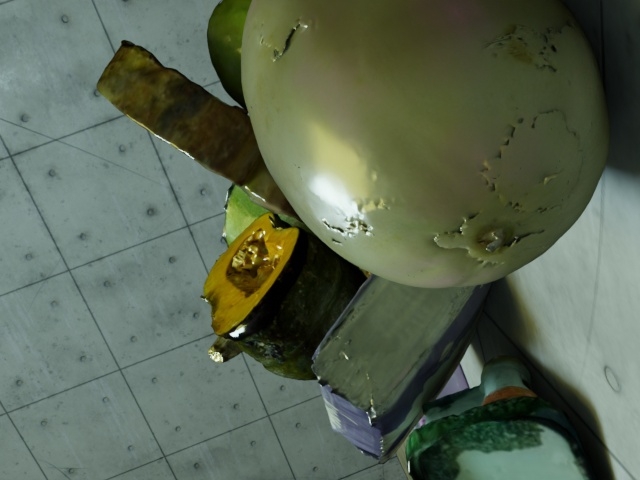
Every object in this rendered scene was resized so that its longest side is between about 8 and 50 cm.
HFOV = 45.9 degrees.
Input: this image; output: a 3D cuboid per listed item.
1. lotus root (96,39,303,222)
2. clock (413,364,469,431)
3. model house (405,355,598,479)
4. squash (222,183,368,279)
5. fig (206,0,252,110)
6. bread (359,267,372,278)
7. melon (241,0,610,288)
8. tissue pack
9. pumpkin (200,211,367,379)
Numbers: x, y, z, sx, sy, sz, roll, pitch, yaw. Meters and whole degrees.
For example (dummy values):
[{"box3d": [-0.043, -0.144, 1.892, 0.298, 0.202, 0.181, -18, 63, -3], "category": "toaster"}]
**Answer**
[{"box3d": [-0.152, -0.165, 1.160, 0.390, 0.111, 0.375, 29, -173, -27], "category": "lotus root"}, {"box3d": [0.194, 0.267, 1.440, 0.338, 0.102, 0.338, 159, 90, -86], "category": "clock"}, {"box3d": [0.213, 0.258, 0.899, 0.253, 0.184, 0.291, 64, -169, -12], "category": "model house"}, {"box3d": [0.029, -0.015, 1.363, 0.309, 0.310, 0.310, 30, 147, 46], "category": "squash"}, {"box3d": [-0.055, -0.299, 1.076, 0.314, 0.233, 0.233, 78, 171, -79], "category": "fig"}, {"box3d": [0.080, -0.021, 1.077, 0.143, 0.139, 0.229, 42, -175, -5], "category": "bread"}, {"box3d": [0.062, -0.103, 0.526, 0.317, 0.223, 0.223, -116, 7, -47], "category": "melon"}, {"box3d": [0.107, 0.149, 0.987, 0.125, 0.242, 0.344, 33, 162, 19], "category": "tissue pack"}, {"box3d": [-0.044, 0.113, 1.124, 0.232, 0.242, 0.325, 44, 180, -18], "category": "pumpkin"}]
